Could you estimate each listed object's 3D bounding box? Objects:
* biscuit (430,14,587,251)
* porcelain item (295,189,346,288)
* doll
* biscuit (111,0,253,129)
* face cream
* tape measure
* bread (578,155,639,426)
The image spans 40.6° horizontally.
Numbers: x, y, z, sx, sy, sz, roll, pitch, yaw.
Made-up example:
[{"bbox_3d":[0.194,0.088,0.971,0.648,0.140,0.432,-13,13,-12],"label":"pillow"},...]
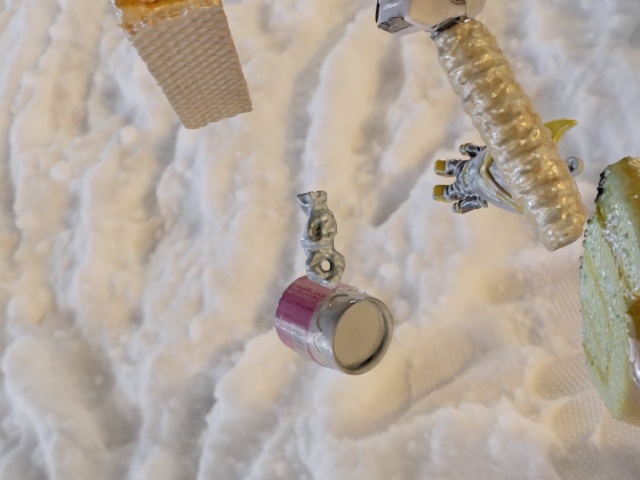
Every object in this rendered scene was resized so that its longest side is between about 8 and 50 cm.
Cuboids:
[{"bbox_3d":[0.165,-0.095,0.743,0.055,0.061,0.219,-30,82,29],"label":"biscuit"},{"bbox_3d":[0.000,0.000,0.731,0.036,0.028,0.083,-12,87,-9],"label":"porcelain item"},{"bbox_3d":[0.306,-0.116,1.441,0.316,0.103,0.145,-3,57,58],"label":"doll"},{"bbox_3d":[-0.131,-0.187,0.895,0.094,0.378,0.054,-16,84,-2],"label":"biscuit"},{"bbox_3d":[0.027,0.172,1.785,0.195,0.175,0.175,20,69,49],"label":"face cream"},{"bbox_3d":[0.201,-0.449,1.486,0.120,0.197,0.236,-4,74,55],"label":"tape measure"},{"bbox_3d":[0.536,0.090,1.275,0.239,0.395,0.264,-9,23,-3],"label":"bread"}]
